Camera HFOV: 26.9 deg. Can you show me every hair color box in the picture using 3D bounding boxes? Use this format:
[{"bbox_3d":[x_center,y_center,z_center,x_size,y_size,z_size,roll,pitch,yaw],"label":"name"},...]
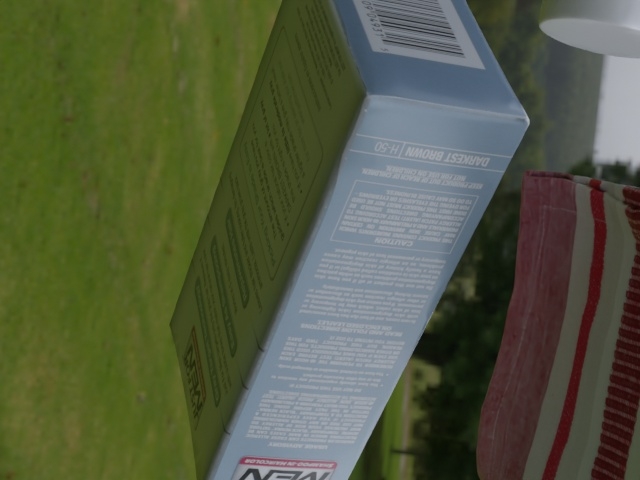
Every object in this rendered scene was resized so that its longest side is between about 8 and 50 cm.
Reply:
[{"bbox_3d":[0.000,0.000,0.946,0.185,0.113,0.374,-106,-149,-46],"label":"hair color box"}]

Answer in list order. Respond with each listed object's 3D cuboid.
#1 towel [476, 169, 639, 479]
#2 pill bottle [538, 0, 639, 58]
[{"bbox_3d":[0.196,0.086,0.818,0.329,0.037,0.237,-159,-103,-68],"label":"towel"},{"bbox_3d":[0.262,-0.295,1.096,0.152,0.152,0.272,24,79,-80],"label":"pill bottle"}]
